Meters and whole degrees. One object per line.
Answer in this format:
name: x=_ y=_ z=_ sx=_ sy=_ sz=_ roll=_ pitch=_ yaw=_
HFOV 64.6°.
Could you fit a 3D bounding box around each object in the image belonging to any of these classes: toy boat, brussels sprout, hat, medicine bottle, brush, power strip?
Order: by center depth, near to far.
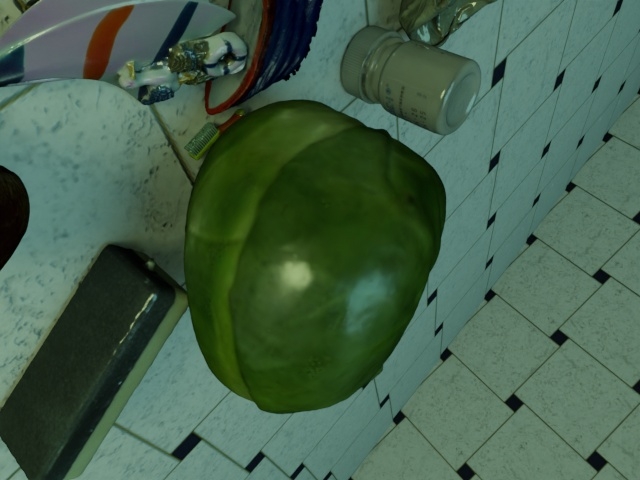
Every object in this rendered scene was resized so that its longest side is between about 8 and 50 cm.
toy boat: x=-0.124 y=-0.181 z=0.409 sx=0.219 sy=0.072 sz=0.318 roll=-37 pitch=164 yaw=34
power strip: x=-0.246 y=0.129 z=0.556 sx=0.256 sy=0.105 sz=0.070 roll=-58 pitch=153 yaw=3
brush: x=-0.119 y=-0.127 z=0.577 sx=0.083 sy=0.019 sz=0.021 roll=-46 pitch=140 yaw=-14
brussels sprout: x=0.000 y=0.000 z=0.589 sx=0.371 sy=0.276 sz=0.314 roll=-57 pitch=151 yaw=-61
hat: x=0.168 y=-0.401 z=0.690 sx=0.214 sy=0.149 sz=0.244 roll=-28 pitch=105 yaw=-31
medicine bottle: x=0.122 y=-0.219 z=0.691 sx=0.105 sy=0.168 sz=0.105 roll=-37 pitch=146 yaw=-31

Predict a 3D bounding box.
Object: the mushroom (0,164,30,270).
mushroom: x=-0.290 y=0.003 z=0.278 sx=0.231 sy=0.194 sz=0.138 roll=-2 pitch=121 yaw=-43
